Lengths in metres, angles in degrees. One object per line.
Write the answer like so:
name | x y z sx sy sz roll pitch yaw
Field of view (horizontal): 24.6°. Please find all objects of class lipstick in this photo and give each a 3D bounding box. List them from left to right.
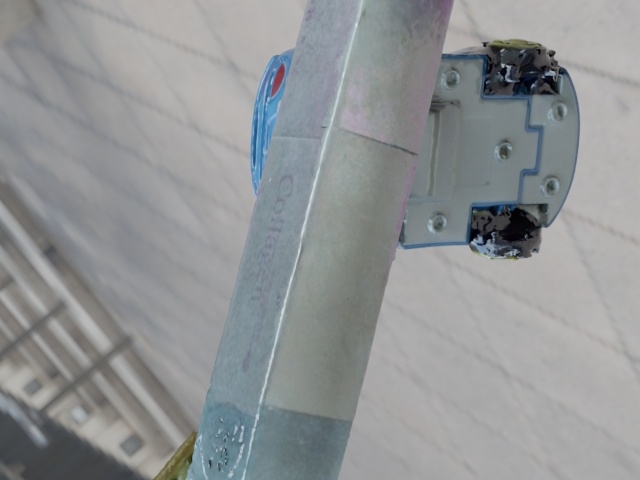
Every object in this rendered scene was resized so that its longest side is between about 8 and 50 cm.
lipstick | 0.000 0.000 0.847 0.068 0.317 0.066 15 178 -31

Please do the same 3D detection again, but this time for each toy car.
toy car | 0.084 -0.086 1.296 0.166 0.314 0.198 24 114 56

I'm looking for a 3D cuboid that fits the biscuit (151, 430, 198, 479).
biscuit | -0.071 0.293 1.362 0.231 0.139 0.016 43 169 -14
